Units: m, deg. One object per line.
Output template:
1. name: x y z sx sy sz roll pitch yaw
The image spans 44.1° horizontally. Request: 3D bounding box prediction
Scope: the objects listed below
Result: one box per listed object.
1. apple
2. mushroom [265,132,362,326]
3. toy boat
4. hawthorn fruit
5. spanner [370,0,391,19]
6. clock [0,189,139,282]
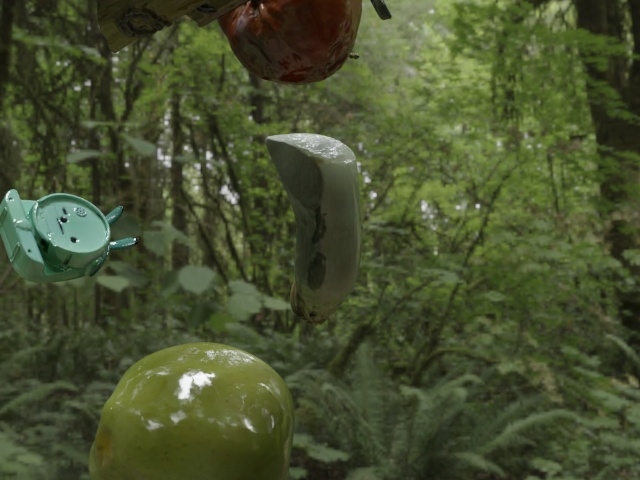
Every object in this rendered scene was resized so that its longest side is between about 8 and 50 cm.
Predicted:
1. apple: -0.212 0.346 1.382 0.357 0.357 0.357 -2 -7 0
2. mushroom: 0.000 0.001 1.464 0.126 0.397 0.177 -28 36 -36
3. toy boat: -0.146 -0.378 1.076 0.445 0.136 0.162 -17 -23 30
4. hawthorn fruit: -0.025 -0.354 1.285 0.242 0.242 0.272 -7 -16 35
5. spanner: 0.018 -0.356 0.891 0.015 0.254 0.054 -27 31 14
6. clock: -0.267 -0.008 0.840 0.135 0.101 0.041 -4 -36 -45
